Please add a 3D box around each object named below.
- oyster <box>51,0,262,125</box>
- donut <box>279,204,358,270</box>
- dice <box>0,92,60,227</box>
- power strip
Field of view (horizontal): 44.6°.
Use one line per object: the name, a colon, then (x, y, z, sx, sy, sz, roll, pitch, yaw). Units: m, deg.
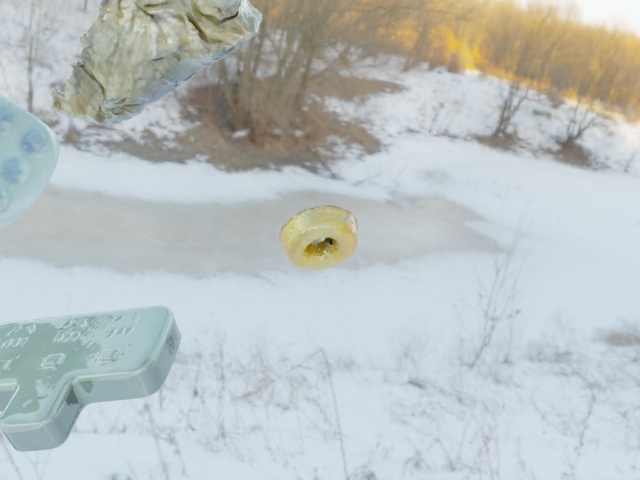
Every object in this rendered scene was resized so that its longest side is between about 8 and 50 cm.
oyster: (-0.163, -0.209, 0.807, 0.341, 0.110, 0.166, -31, 8, 20)
donut: (0.000, 0.000, 1.403, 0.151, 0.152, 0.058, 6, 52, -19)
dice: (-0.774, -0.198, 1.746, 0.262, 0.268, 0.264, 22, -13, 45)
power strip: (-0.313, 0.164, 0.939, 0.264, 0.059, 0.194, -7, 34, 13)
